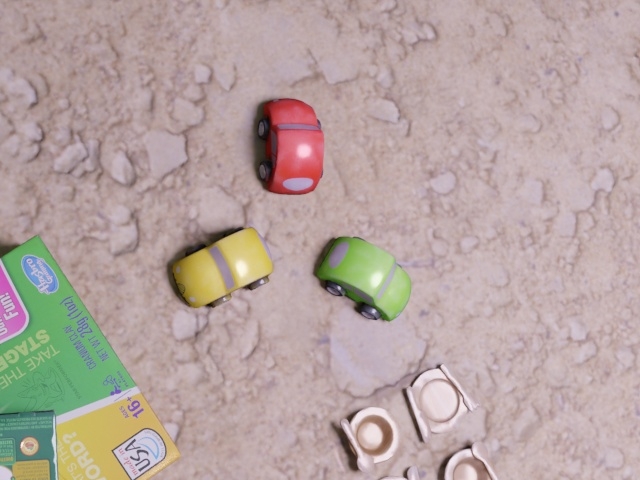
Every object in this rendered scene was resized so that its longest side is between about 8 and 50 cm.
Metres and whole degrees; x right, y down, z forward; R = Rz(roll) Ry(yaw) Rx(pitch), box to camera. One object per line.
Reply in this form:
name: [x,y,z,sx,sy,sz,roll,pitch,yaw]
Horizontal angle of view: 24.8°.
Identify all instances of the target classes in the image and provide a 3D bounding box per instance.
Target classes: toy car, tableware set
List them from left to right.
toy car: [0.000,0.000,1.420,0.225,0.053,0.239,33,71,-11]
tableware set: [0.098,0.211,1.435,0.168,0.020,0.141,-23,89,-22]

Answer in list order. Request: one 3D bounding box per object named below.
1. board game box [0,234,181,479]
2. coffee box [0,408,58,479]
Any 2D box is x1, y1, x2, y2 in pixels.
board game box: [-0.317,0.180,1.267,0.316,0.064,0.242,-34,93,-22]
coffee box: [-0.273,0.237,1.214,0.113,0.040,0.184,-2,81,-20]
